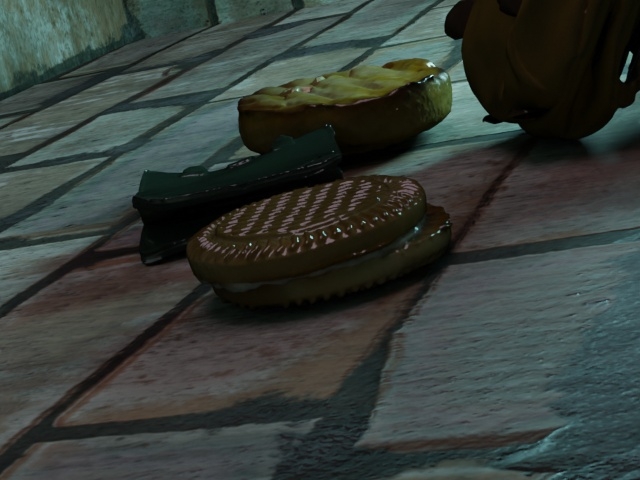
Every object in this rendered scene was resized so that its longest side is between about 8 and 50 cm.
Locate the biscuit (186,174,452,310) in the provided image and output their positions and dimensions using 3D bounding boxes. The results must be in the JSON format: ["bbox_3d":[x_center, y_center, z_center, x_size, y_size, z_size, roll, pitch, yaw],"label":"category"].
[{"bbox_3d":[0.000,0.000,1.505,0.259,0.079,0.259,-14,13,3],"label":"biscuit"}]

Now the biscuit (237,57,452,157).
[{"bbox_3d":[0.035,-0.171,2.100,0.296,0.102,0.296,-9,14,2],"label":"biscuit"}]

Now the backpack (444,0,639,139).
[{"bbox_3d":[0.297,-0.306,1.867,0.201,0.378,0.353,16,-4,-9],"label":"backpack"}]

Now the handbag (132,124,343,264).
[{"bbox_3d":[-0.094,-0.061,1.835,0.248,0.079,0.260,-12,13,1],"label":"handbag"}]
